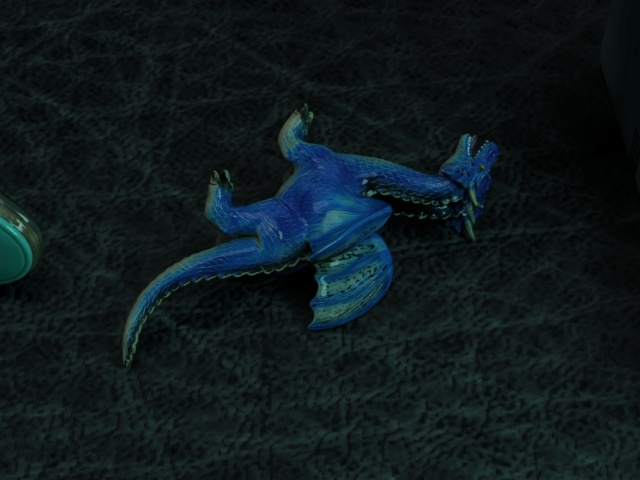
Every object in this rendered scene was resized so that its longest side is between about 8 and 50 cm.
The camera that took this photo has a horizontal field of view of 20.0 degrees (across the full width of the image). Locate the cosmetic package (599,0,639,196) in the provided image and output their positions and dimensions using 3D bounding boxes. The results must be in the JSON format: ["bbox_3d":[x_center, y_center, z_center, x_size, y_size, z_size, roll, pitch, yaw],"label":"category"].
[{"bbox_3d":[0.306,-0.073,1.209,0.156,0.217,0.385,-4,47,-2],"label":"cosmetic package"}]

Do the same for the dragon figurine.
[{"bbox_3d":[0.000,0.000,1.234,0.144,0.085,0.289,33,56,27],"label":"dragon figurine"}]

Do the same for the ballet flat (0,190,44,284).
[{"bbox_3d":[-0.322,-0.032,1.270,0.280,0.095,0.096,6,37,6],"label":"ballet flat"}]
